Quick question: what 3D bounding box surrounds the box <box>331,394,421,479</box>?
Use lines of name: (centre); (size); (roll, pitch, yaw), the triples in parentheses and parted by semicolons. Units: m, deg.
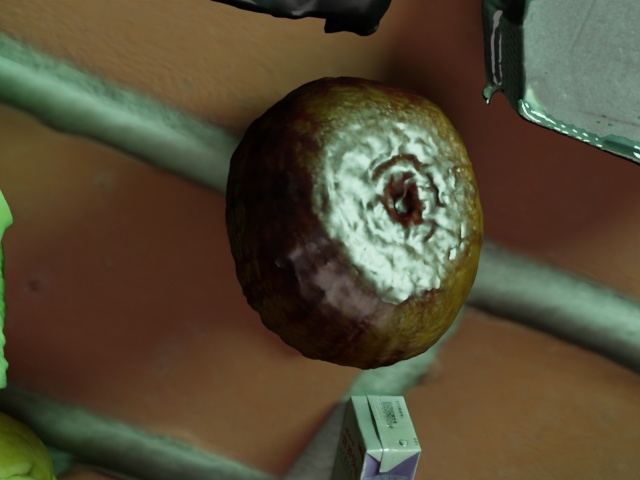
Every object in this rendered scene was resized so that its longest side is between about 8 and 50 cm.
box: (0.029, 0.151, 1.083); (0.036, 0.050, 0.117); (0, 127, -14)

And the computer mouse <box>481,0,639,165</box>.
computer mouse: (0.183, -0.095, 0.898); (0.231, 0.071, 0.126); (19, 111, -8)

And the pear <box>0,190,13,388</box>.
pear: (-0.300, -0.035, 0.840); (0.286, 0.176, 0.282); (-19, 125, 4)

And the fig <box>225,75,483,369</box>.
fig: (0.000, 0.000, 0.946); (0.134, 0.146, 0.201); (19, 162, -14)

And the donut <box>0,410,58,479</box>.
donut: (-0.281, 0.251, 1.008); (0.360, 0.170, 0.360); (-20, 135, -22)

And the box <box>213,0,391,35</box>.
box: (0.033, -0.306, 0.602); (0.116, 0.264, 0.415); (14, 123, -16)
